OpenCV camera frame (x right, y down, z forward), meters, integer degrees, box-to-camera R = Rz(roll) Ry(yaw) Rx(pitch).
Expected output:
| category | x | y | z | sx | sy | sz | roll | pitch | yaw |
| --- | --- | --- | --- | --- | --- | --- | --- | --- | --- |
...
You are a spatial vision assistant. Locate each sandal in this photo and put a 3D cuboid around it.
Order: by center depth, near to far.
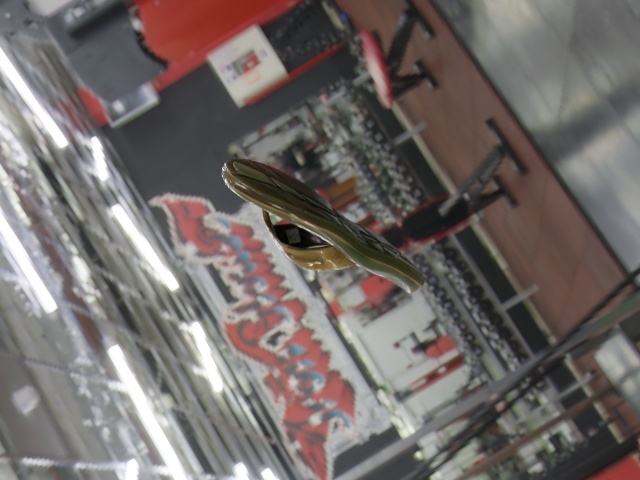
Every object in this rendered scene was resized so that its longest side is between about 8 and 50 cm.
| category | x | y | z | sx | sy | sz | roll | pitch | yaw |
| --- | --- | --- | --- | --- | --- | --- | --- | --- | --- |
| sandal | 0.000 | 0.000 | 0.774 | 0.180 | 0.049 | 0.072 | 32 | -167 | -26 |
